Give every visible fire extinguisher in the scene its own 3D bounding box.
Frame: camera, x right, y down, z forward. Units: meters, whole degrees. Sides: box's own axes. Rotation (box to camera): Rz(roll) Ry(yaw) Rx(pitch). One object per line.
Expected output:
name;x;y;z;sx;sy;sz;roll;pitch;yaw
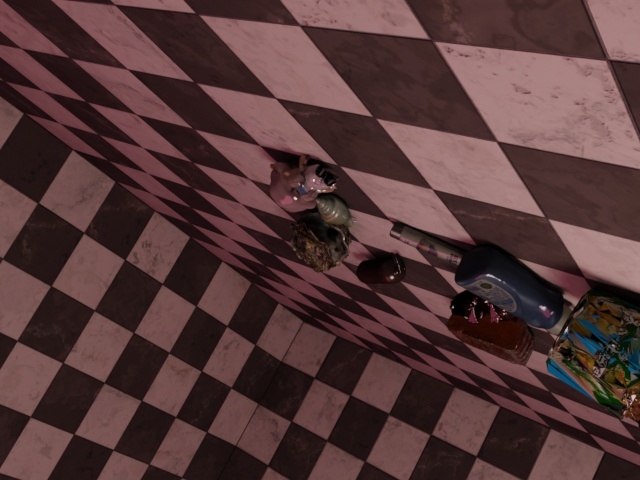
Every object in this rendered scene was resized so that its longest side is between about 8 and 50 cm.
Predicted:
fire extinguisher;0.173;0.077;2.345;0.089;0.072;0.267;67;162;-4

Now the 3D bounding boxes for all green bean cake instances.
green bean cake;0.462;0.246;2.295;0.232;0.097;0.198;21;167;34

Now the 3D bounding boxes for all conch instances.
conch;0.022;-0.075;2.057;0.088;0.065;0.180;19;171;34

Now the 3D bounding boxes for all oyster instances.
oyster;0.001;0.003;2.303;0.351;0.158;0.162;109;142;-85

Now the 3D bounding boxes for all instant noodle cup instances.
instant noodle cup;0.570;0.211;1.659;0.178;0.240;0.240;31;170;24

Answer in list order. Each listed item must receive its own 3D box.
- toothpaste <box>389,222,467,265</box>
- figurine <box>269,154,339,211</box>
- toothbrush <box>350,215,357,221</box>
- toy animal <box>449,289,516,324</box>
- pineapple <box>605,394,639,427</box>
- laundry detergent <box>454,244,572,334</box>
toothpaste;0.273;0.019;1.942;0.239;0.039;0.062;23;160;15
figurine;-0.049;-0.126;1.925;0.137;0.112;0.229;40;155;-23
toothbrush;0.035;-0.082;2.130;0.131;0.011;0.013;30;-171;-5
toy animal;0.425;0.138;2.014;0.218;0.116;0.179;-16;171;35
pineapple;0.803;0.394;1.984;0.364;0.166;0.165;32;168;-18
laundry detergent;0.441;0.116;1.846;0.289;0.094;0.143;29;156;-16
